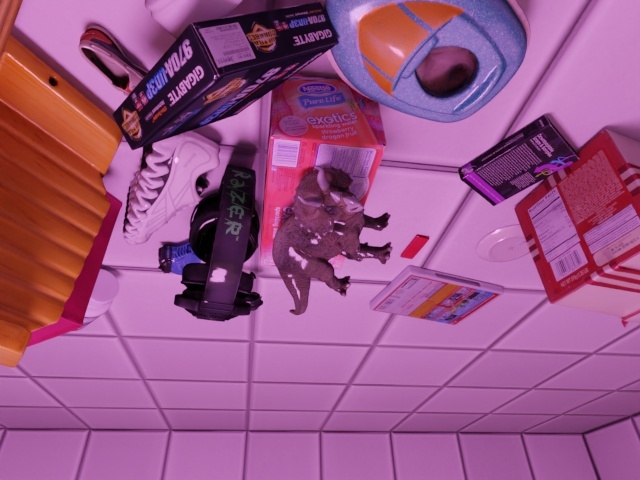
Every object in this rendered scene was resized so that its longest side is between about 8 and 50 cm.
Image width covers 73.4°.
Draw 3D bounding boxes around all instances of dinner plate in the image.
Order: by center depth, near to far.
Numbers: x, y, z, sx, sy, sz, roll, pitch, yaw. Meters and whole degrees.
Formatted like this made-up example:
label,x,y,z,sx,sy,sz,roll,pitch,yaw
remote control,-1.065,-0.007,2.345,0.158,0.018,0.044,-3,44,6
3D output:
label,x,y,z,sx,sy,sz,roll,pitch,yaw
dinner plate,0.420,0.014,0.954,0.141,0.017,0.141,-2,143,-2

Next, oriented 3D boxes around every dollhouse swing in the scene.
label,x,y,z,sx,sy,sz,roll,pitch,yaw
dollhouse swing,-0.330,-0.072,0.489,0.304,0.347,0.315,-12,144,28

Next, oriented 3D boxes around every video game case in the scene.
label,x,y,z,sx,sy,sz,roll,pitch,yaw
video game case,0.301,0.152,1.131,0.285,0.025,0.204,13,141,-19

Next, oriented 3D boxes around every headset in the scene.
label,x,y,z,sx,sy,sz,roll,pitch,yaw
headset,-0.155,0.040,0.782,0.185,0.244,0.394,11,147,-16

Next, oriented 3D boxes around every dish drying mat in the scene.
label,x,y,z,sx,sy,sz,roll,pitch,yaw
dish drying mat,0.209,0.015,0.954,0.032,0.008,0.083,9,143,-14

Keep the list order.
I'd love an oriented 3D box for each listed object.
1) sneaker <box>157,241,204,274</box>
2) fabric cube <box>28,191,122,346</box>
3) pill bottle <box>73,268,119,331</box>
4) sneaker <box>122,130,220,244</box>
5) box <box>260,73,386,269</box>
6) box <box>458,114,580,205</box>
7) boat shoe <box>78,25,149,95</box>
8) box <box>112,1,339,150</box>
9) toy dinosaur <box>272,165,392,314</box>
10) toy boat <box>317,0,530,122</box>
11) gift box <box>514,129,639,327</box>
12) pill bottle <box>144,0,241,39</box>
label,x,y,z,sx,sy,sz,roll,pitch,yaw
sneaker,-0.296,0.030,0.909,0.084,0.058,0.152,12,149,-32
fabric cube,-0.538,0.007,0.701,0.254,0.258,0.259,-18,141,22
pill bottle,-0.553,0.137,1.004,0.180,0.108,0.108,-30,135,32
sneaker,-0.262,-0.078,0.733,0.118,0.110,0.292,11,143,-31
box,-0.013,-0.091,0.684,0.154,0.142,0.300,4,144,-7
box,0.340,-0.131,0.742,0.116,0.029,0.162,27,136,-35
boat shoe,-0.264,-0.221,0.582,0.049,0.043,0.137,-18,142,18
box,-0.114,-0.181,0.487,0.220,0.175,0.051,-12,108,47
toy dinosaur,0.000,0.000,0.619,0.160,0.121,0.313,23,142,-15
toy boat,0.145,-0.261,0.454,0.267,0.148,0.318,15,141,-21
gift box,0.537,0.008,0.744,0.258,0.277,0.255,10,147,-18
pill bottle,-0.191,-0.323,0.331,0.176,0.176,0.318,-24,138,28
